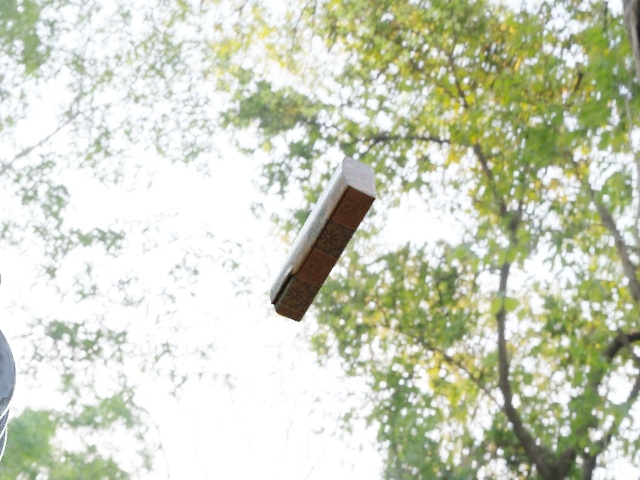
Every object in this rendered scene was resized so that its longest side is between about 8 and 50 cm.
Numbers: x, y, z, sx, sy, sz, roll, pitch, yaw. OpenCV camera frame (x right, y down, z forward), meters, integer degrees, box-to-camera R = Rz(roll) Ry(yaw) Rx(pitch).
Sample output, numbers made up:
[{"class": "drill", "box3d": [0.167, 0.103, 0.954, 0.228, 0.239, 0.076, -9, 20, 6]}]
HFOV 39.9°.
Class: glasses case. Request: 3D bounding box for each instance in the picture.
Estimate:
[{"class": "glasses case", "box3d": [0.000, 0.000, 1.138, 0.049, 0.075, 0.218, 23, -58, -13]}]

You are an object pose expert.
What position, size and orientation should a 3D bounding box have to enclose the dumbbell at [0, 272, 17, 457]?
[{"class": "dumbbell", "box3d": [-0.185, 0.080, 0.325, 0.099, 0.099, 0.208, 41, -75, -17]}]
